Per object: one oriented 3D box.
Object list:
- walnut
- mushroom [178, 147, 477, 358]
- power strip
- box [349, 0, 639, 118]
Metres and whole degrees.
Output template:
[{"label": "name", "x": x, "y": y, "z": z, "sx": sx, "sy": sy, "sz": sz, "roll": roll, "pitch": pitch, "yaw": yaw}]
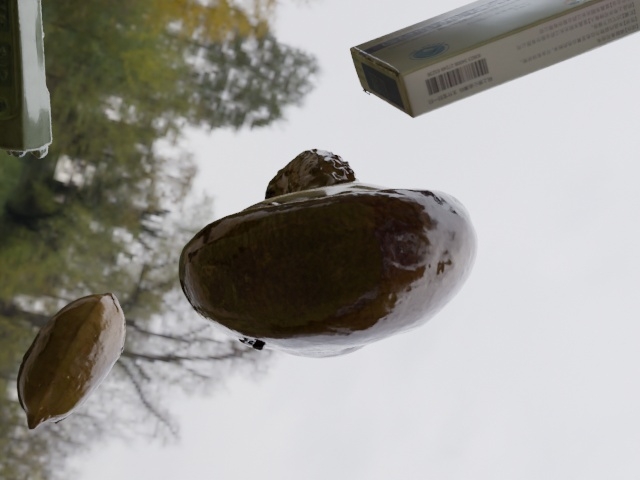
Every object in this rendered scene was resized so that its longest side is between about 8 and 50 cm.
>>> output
[{"label": "walnut", "x": -0.396, "y": 0.188, "z": 1.784, "sx": 0.245, "sy": 0.137, "sz": 0.137, "roll": -55, "pitch": -164, "yaw": -17}, {"label": "mushroom", "x": 0.000, "y": 0.000, "z": 1.281, "sx": 0.345, "sy": 0.345, "sz": 0.260, "roll": -30, "pitch": -112, "yaw": 61}, {"label": "power strip", "x": -0.335, "y": -0.228, "z": 1.211, "sx": 0.048, "sy": 0.080, "sz": 0.286, "roll": -28, "pitch": 126, "yaw": -58}, {"label": "box", "x": 0.229, "y": -0.265, "z": 1.477, "sx": 0.200, "sy": 0.343, "sz": 0.065, "roll": -132, "pitch": -157, "yaw": -64}]
